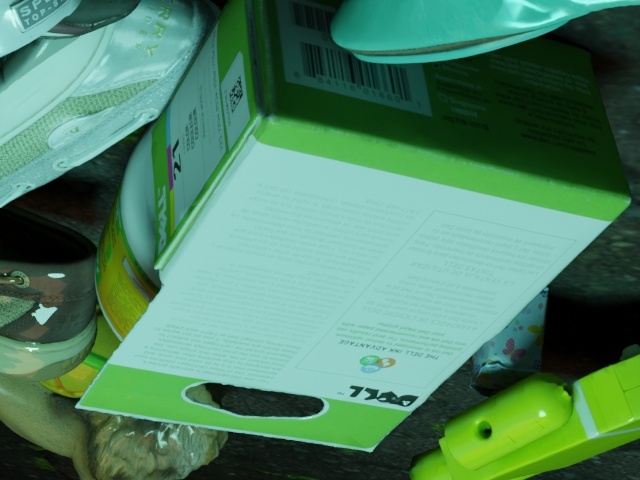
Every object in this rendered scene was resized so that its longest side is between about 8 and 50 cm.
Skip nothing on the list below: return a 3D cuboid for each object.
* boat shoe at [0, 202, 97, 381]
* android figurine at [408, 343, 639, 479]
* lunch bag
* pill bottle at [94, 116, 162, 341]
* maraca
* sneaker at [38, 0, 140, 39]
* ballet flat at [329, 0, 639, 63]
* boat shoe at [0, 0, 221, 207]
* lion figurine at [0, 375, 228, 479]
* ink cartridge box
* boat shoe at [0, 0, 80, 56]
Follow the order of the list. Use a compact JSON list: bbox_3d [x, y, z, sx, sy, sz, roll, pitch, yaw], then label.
[{"bbox_3d":[-0.306,-0.024,0.994,0.342,0.123,0.123,26,132,8],"label":"boat shoe"},{"bbox_3d":[0.202,0.128,1.067,0.273,0.056,0.248,-32,160,35],"label":"android figurine"},{"bbox_3d":[0.138,0.074,1.061,0.053,0.071,0.083,10,158,-5],"label":"lunch bag"},{"bbox_3d":[-0.070,0.009,0.899,0.136,0.136,0.246,15,161,-10],"label":"pill bottle"},{"bbox_3d":[-0.219,0.080,1.264,0.127,0.099,0.185,32,179,-27],"label":"maraca"},{"bbox_3d":[-0.098,-0.163,0.482,0.162,0.106,0.281,-3,156,29],"label":"sneaker"},{"bbox_3d":[0.099,-0.125,0.533,0.247,0.083,0.087,-2,132,35],"label":"ballet flat"},{"bbox_3d":[-0.172,-0.067,0.784,0.103,0.118,0.320,19,150,-32],"label":"boat shoe"},{"bbox_3d":[-0.288,0.159,1.463,0.392,0.142,0.240,18,153,-5],"label":"lion figurine"},{"bbox_3d":[0.000,0.000,0.723,0.189,0.097,0.255,11,141,-25],"label":"ink cartridge box"},{"bbox_3d":[-0.185,-0.091,0.481,0.228,0.080,0.076,-1,129,35],"label":"boat shoe"}]
